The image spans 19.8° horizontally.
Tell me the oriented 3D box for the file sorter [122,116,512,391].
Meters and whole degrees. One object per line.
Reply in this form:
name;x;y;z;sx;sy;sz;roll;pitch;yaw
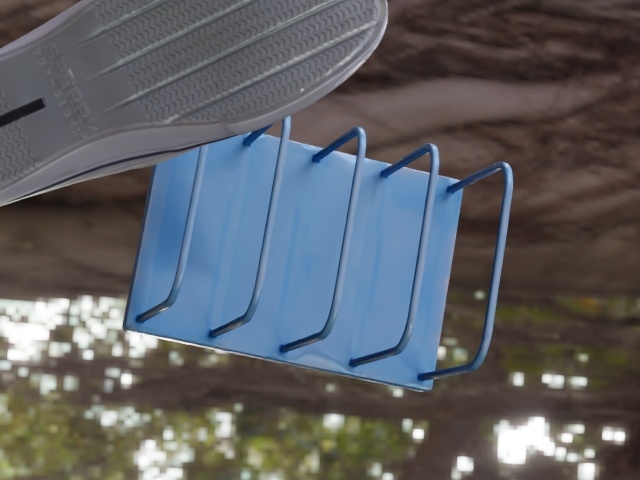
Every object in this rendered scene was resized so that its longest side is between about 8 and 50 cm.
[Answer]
file sorter;0.000;0.000;0.940;0.104;0.170;0.118;150;-49;-72

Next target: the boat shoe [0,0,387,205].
boat shoe;-0.082;-0.073;0.792;0.076;0.226;0.083;-110;-177;-88
